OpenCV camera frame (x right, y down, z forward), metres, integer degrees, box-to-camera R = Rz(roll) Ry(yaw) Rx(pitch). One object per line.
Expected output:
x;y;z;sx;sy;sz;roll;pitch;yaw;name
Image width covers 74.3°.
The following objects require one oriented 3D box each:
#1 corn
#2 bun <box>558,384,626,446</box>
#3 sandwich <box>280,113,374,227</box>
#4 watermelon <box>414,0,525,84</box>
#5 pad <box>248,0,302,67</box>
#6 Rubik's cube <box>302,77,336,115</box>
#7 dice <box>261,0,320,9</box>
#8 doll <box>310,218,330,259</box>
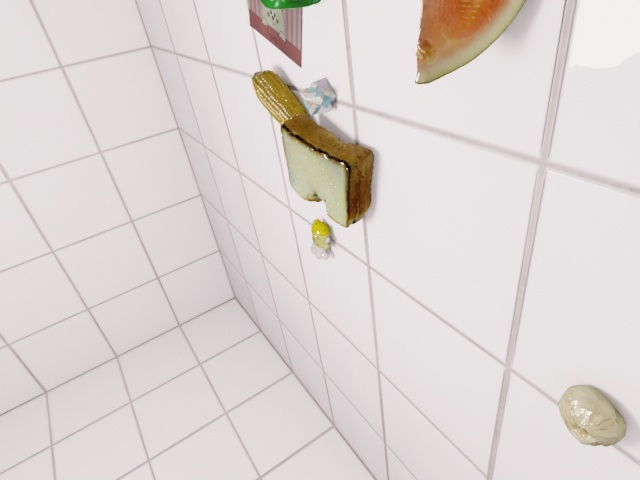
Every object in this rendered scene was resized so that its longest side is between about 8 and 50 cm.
-0.115;-0.409;1.256;0.262;0.097;0.097;51;155;13;corn
0.482;0.322;0.767;0.115;0.069;0.115;49;153;36;bun
0.018;-0.180;1.162;0.273;0.095;0.249;37;148;31;sandwich
0.220;-0.366;0.550;0.128;0.159;0.303;21;139;16;watermelon
-0.132;-0.636;1.167;0.300;0.005;0.202;50;154;30;pad
-0.007;-0.367;1.093;0.084;0.073;0.075;56;157;23;Rubik's cube
-0.069;-0.581;0.927;0.128;0.131;0.120;40;147;42;dice
0.000;0.000;1.474;0.106;0.062;0.162;52;156;38;doll
